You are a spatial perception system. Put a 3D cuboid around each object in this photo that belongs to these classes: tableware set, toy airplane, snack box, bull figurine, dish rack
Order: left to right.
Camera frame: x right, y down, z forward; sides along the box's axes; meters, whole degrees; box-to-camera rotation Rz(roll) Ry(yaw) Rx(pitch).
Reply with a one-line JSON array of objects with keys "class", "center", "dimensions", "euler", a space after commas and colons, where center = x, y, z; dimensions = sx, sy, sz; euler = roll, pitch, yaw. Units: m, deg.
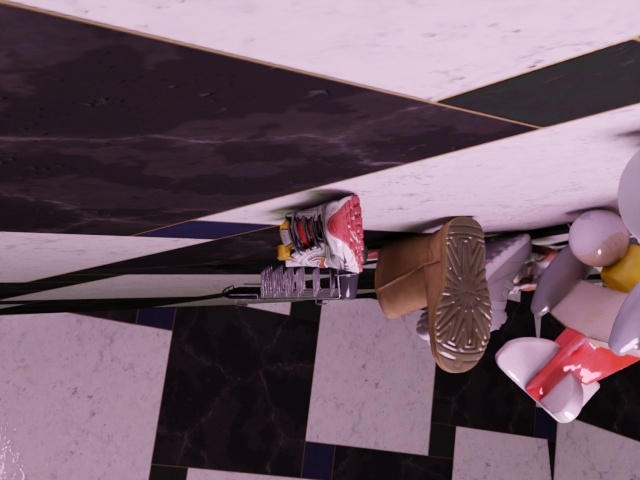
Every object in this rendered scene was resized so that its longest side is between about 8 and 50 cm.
[{"class": "dish rack", "center": [-0.054, 0.082, 1.630], "dimensions": [0.271, 0.074, 0.208], "euler": [-1, -178, 3]}, {"class": "tableware set", "center": [-0.031, 0.021, 1.435], "dimensions": [0.104, 0.024, 0.154], "euler": [-3, 175, 20]}, {"class": "snack box", "center": [0.027, 0.033, 1.546], "dimensions": [0.178, 0.022, 0.064], "euler": [-5, 177, 5]}, {"class": "bull figurine", "center": [0.308, 0.060, 1.597], "dimensions": [0.310, 0.101, 0.188], "euler": [-10, 180, 27]}, {"class": "toy airplane", "center": [0.426, 0.090, 1.230], "dimensions": [0.386, 0.272, 0.384], "euler": [-20, -171, 44]}]

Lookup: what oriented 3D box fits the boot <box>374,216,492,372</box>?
[{"class": "boot", "center": [0.164, 0.094, 1.290], "dimensions": [0.089, 0.236, 0.269], "euler": [13, 165, -17]}]

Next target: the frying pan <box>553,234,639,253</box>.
[{"class": "frying pan", "center": [0.520, 0.022, 1.704], "dimensions": [0.326, 0.053, 0.197], "euler": [-6, 173, -15]}]

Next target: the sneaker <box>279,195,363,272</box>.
[{"class": "sneaker", "center": [0.000, 0.000, 0.987], "dimensions": [0.092, 0.088, 0.225], "euler": [-2, 173, -7]}]

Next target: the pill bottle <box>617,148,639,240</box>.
[{"class": "pill bottle", "center": [0.375, -0.036, 0.772], "dimensions": [0.221, 0.121, 0.121], "euler": [2, 171, -44]}]

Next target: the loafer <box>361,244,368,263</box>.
[{"class": "loafer", "center": [0.046, 0.025, 1.424], "dimensions": [0.039, 0.045, 0.125], "euler": [0, 178, 22]}]

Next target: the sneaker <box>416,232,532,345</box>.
[{"class": "sneaker", "center": [0.274, 0.097, 1.409], "dimensions": [0.281, 0.115, 0.105], "euler": [-45, -161, -23]}]
